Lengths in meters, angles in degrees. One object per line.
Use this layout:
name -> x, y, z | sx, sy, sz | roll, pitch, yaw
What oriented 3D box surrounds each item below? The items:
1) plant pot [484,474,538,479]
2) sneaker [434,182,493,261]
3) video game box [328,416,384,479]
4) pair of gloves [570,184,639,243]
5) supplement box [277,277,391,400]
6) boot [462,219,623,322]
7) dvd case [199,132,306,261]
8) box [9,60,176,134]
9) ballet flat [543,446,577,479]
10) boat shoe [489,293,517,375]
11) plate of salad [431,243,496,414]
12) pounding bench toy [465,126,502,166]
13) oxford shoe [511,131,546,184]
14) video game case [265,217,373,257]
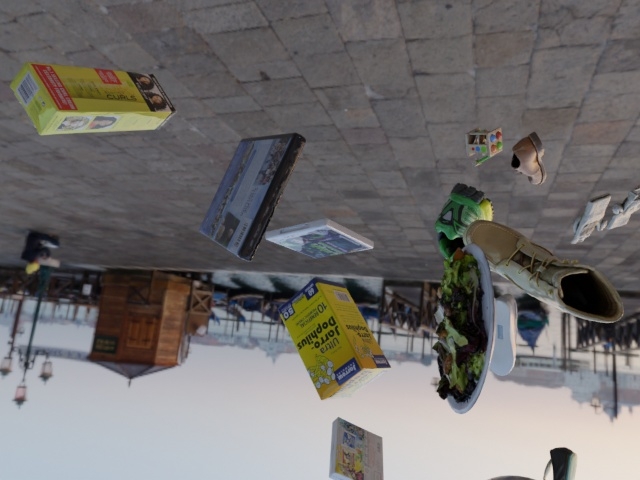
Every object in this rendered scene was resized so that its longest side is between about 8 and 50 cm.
plant pot -> 0.217, 0.427, 0.559 | 0.323, 0.323, 0.280 | -2, 180, 33
sneaker -> 0.359, 0.003, 1.236 | 0.134, 0.146, 0.343 | 33, 169, 41
video game box -> 0.120, 0.707, 1.595 | 0.187, 0.205, 0.048 | 32, 120, -14
pair of gloves -> 0.917, -0.082, 1.536 | 0.240, 0.042, 0.204 | -15, 144, -11
supplement box -> 0.043, 0.331, 1.659 | 0.194, 0.356, 0.195 | -43, 148, 20
boot -> 0.386, 0.048, 0.872 | 0.262, 0.095, 0.203 | 39, -175, 6
dvd case -> -0.114, -0.075, 0.742 | 0.022, 0.180, 0.253 | 26, 177, -27
box -> -0.338, -0.217, 0.754 | 0.058, 0.087, 0.232 | -33, 176, 30
ballet flat -> 0.783, 0.826, 1.603 | 0.095, 0.280, 0.096 | 30, 156, -33
boat shoe -> 0.397, 0.202, 1.056 | 0.066, 0.184, 0.063 | 4, -160, 45
plate of salad -> 0.160, 0.101, 0.581 | 0.048, 0.199, 0.200 | 8, 168, -1
pounding bench toy -> 0.368, -0.204, 1.083 | 0.052, 0.083, 0.065 | -29, -153, -33
oxford shoe -> 0.524, -0.197, 1.239 | 0.076, 0.076, 0.212 | -27, 147, 17
video game case -> 0.000, 0.000, 1.120 | 0.173, 0.022, 0.190 | -11, 159, 36
